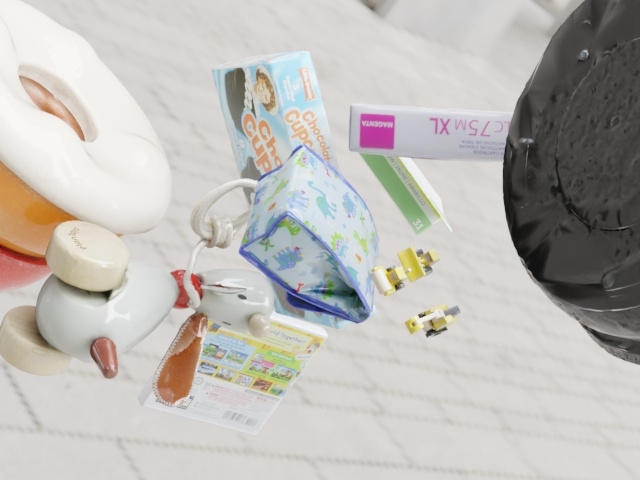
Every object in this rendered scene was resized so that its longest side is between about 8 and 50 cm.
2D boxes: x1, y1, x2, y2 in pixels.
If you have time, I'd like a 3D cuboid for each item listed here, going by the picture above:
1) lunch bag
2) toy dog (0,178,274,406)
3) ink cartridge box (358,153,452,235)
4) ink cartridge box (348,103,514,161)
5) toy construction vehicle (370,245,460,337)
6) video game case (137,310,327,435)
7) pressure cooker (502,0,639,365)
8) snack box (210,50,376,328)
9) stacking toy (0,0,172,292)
[{"bbox_3d":[0.000,0.000,1.522,0.151,0.096,0.129,38,35,-21],"label":"lunch bag"},{"bbox_3d":[-0.166,0.082,1.562,0.333,0.220,0.161,-16,49,-30],"label":"toy dog"},{"bbox_3d":[0.108,-0.087,2.048,0.171,0.056,0.235,54,9,-9],"label":"ink cartridge box"},{"bbox_3d":[0.137,-0.124,1.741,0.186,0.065,0.311,4,6,5],"label":"ink cartridge box"},{"bbox_3d":[0.094,0.045,1.377,0.098,0.035,0.086,-7,68,-55],"label":"toy construction vehicle"},{"bbox_3d":[-0.129,0.187,2.206,0.227,0.206,0.026,21,22,-39],"label":"video game case"},{"bbox_3d":[0.439,-0.048,1.436,0.420,0.375,0.370,16,55,-35],"label":"pressure cooker"},{"bbox_3d":[-0.035,-0.062,1.775,0.060,0.322,0.187,-19,11,-23],"label":"snack box"},{"bbox_3d":[-0.441,-0.024,1.709,0.350,0.480,0.350,43,18,-18],"label":"stacking toy"}]
